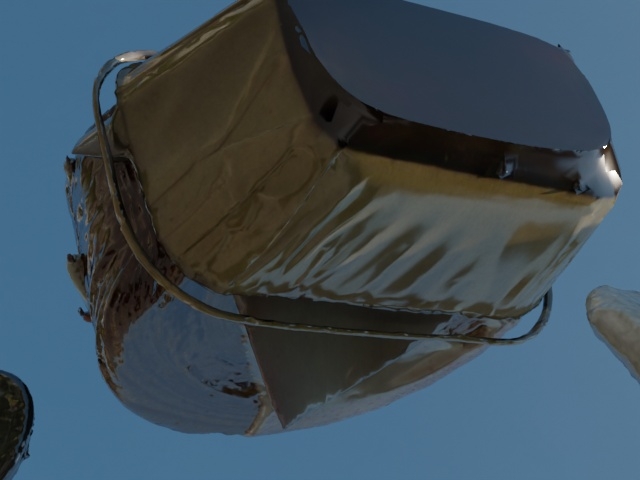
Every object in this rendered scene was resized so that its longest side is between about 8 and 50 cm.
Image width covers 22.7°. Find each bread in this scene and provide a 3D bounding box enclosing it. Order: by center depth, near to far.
[{"bbox_3d":[0.000,0.000,0.657,0.212,0.224,0.142,-46,-130,37],"label":"bread"}]

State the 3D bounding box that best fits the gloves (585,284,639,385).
[{"bbox_3d":[0.130,0.075,0.376,0.131,0.218,0.140,12,-35,49],"label":"gloves"}]

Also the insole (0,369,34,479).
[{"bbox_3d":[-0.255,0.097,0.596,0.310,0.110,0.012,-9,-52,9],"label":"insole"}]
